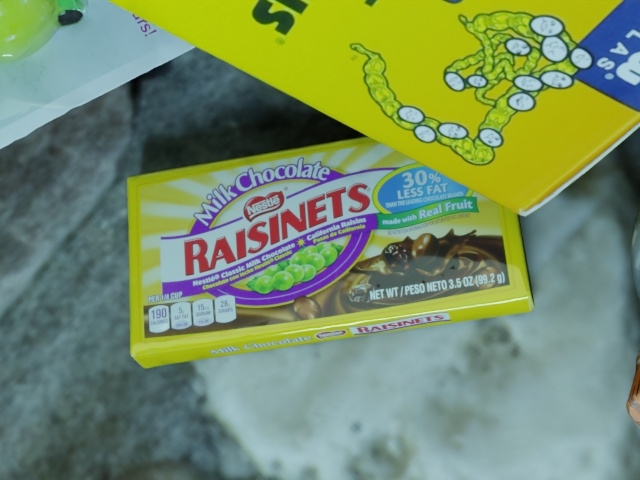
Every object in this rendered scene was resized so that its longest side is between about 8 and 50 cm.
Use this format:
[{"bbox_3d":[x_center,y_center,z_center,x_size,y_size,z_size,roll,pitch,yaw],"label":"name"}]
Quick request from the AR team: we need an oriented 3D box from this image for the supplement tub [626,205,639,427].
[{"bbox_3d":[0.248,-0.050,0.493,0.194,0.193,0.316,18,75,19],"label":"supplement tub"}]

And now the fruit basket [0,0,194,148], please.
[{"bbox_3d":[-0.191,-0.209,0.603,0.353,0.165,0.327,-30,83,-8],"label":"fruit basket"}]

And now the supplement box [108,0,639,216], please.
[{"bbox_3d":[0.004,-0.200,0.493,0.357,0.195,0.194,26,52,-15],"label":"supplement box"}]

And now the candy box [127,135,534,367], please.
[{"bbox_3d":[0.000,0.000,0.624,0.206,0.027,0.105,-9,65,10],"label":"candy box"}]
